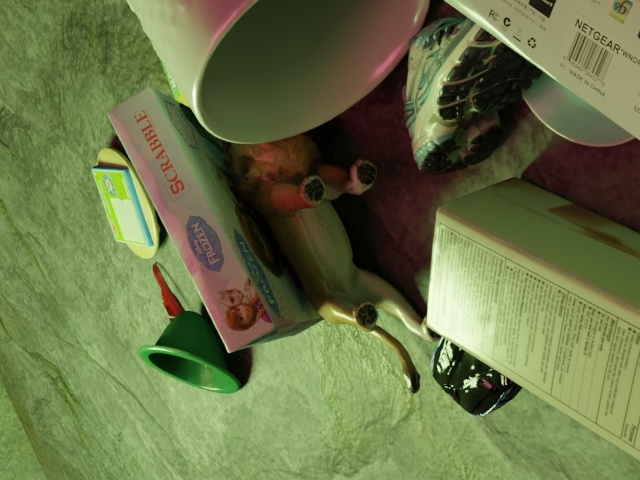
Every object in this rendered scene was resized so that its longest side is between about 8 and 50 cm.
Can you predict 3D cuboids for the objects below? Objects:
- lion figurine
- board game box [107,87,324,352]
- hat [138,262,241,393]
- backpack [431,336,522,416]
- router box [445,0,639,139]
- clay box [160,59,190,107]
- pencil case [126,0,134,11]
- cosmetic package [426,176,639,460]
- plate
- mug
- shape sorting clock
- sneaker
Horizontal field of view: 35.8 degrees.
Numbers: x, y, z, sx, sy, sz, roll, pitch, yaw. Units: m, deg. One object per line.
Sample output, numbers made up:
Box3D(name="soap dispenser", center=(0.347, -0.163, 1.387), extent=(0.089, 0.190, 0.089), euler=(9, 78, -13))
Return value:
Box3D(name="lion figurine", center=(0.000, 0.000, 1.243), extent=(0.240, 0.142, 0.392), euler=(7, 119, 60))
Box3D(name="board game box", center=(-0.118, -0.020, 1.276), extent=(0.319, 0.066, 0.318), euler=(62, -171, 7))
Box3D(name="hat", center=(-0.205, 0.137, 1.692), extent=(0.208, 0.184, 0.173), euler=(26, 154, -13))
Box3D(name="backpack", center=(0.185, 0.136, 1.112), extent=(0.105, 0.084, 0.114), euler=(48, 143, 22))
Box3D(name="router box", center=(0.230, -0.200, 0.672), extent=(0.335, 0.301, 0.082), euler=(44, 140, 29))
Box3D(name="clay box", center=(-0.154, -0.236, 1.385), extent=(0.222, 0.053, 0.127), euler=(-16, 95, 55))
Box3D(name="pencil case", center=(-0.250, -0.447, 1.340), extent=(0.124, 0.113, 0.273), euler=(-24, 89, 45))
Box3D(name="cosmetic package", center=(0.253, 0.068, 0.947), extent=(0.296, 0.129, 0.153), euler=(33, 132, 40))
Box3D(name="plate", center=(0.248, -0.178, 0.904), extent=(0.188, 0.024, 0.188), euler=(29, 130, 42))
Box3D(name="mug", center=(-0.077, -0.297, 1.096), extent=(0.328, 0.276, 0.374), euler=(58, 175, 22))
Box3D(name="shape sorting clock", center=(-0.336, -0.065, 1.736), extent=(0.206, 0.040, 0.206), euler=(33, 137, 38))
Box3D(name="sneaker", center=(0.130, -0.173, 0.961), extent=(0.283, 0.110, 0.122), euler=(114, 138, -63))
